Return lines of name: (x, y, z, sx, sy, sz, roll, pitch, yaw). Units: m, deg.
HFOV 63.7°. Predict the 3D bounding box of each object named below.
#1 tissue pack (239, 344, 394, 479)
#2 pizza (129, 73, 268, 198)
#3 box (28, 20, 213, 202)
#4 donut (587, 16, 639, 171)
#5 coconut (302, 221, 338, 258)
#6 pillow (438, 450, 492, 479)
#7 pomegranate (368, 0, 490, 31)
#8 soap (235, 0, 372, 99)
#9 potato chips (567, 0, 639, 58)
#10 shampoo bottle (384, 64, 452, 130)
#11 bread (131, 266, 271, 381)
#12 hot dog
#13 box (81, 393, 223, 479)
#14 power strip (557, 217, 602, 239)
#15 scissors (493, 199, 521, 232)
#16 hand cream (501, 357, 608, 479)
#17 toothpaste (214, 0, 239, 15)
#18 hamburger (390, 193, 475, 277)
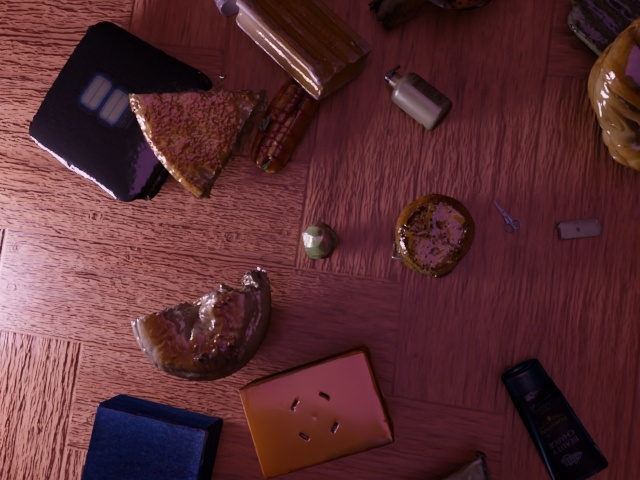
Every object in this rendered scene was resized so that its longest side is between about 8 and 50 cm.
tissue pack: (-0.004, 0.352, 1.095, 0.275, 0.145, 0.194, -18, 86, 6)
pizza: (-0.240, -0.251, 1.158, 0.288, 0.075, 0.279, -25, 106, -2)
box: (-0.473, -0.305, 1.231, 0.350, 0.091, 0.359, 31, 90, 8)
donut: (0.700, -0.293, 0.991, 0.361, 0.170, 0.360, 2, 110, 5)
coconut: (0.000, 0.000, 1.148, 0.081, 0.082, 0.083, -3, 87, 12)
pillow: (0.269, 0.635, 1.049, 0.310, 0.119, 0.312, -29, 85, 2)
pomegranate: (0.245, -0.584, 1.088, 0.341, 0.285, 0.285, -42, 81, 34)
soap: (-0.037, -0.460, 1.155, 0.173, 0.089, 0.274, -39, 79, -25)
potato chips: (0.743, -0.479, 1.086, 0.429, 0.070, 0.358, 41, 92, 9)
shampoo bottle: (0.209, -0.320, 1.142, 0.162, 0.079, 0.079, 41, 92, 8)
bread: (-0.227, 0.200, 1.121, 0.314, 0.171, 0.192, -24, 86, 6)
hot dog: (-0.082, -0.276, 1.183, 0.104, 0.076, 0.250, 31, 93, 9)
box: (-0.380, 0.515, 1.147, 0.262, 0.116, 0.278, 11, 88, 9)
power strip: (0.554, -0.024, 1.106, 0.090, 0.016, 0.040, -6, 85, 7)
scissors: (0.406, -0.056, 1.134, 0.036, 0.006, 0.083, -34, 82, 2)
hand cream: (0.482, 0.382, 1.076, 0.120, 0.061, 0.270, -30, 90, 0)
toothpaste: (-0.272, -0.667, 1.251, 0.096, 0.061, 0.266, -29, 77, 6)
hamburger: (0.235, -0.004, 1.101, 0.186, 0.113, 0.177, -26, 84, 5)
